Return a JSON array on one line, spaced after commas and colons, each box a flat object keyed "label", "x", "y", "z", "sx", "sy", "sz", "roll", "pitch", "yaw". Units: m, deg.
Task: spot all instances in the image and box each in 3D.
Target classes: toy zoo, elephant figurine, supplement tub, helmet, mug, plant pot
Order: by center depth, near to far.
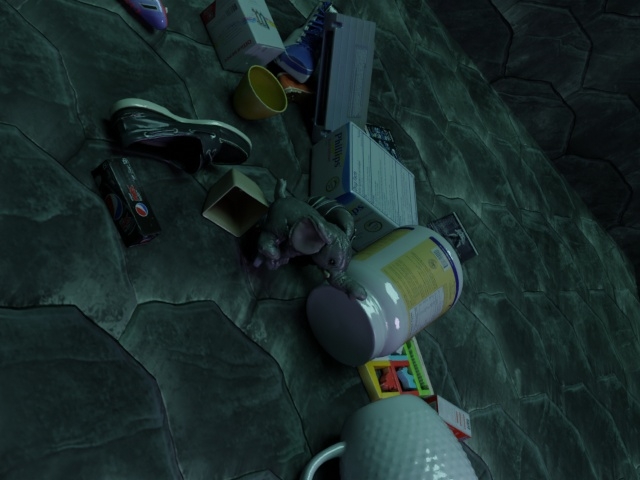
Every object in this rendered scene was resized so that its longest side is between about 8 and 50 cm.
[{"label": "mug", "x": 0.134, "y": 0.503, "z": 1.679, "sx": 0.374, "sy": 0.276, "sz": 0.328, "roll": -8, "pitch": 61, "yaw": -24}, {"label": "elephant figurine", "x": 0.000, "y": 0.000, "z": 1.776, "sx": 0.169, "sy": 0.239, "sz": 0.186, "roll": -61, "pitch": 144, "yaw": -32}, {"label": "plant pot", "x": -0.189, "y": -0.094, "z": 1.840, "sx": 0.109, "sy": 0.109, "sz": 0.096, "roll": 34, "pitch": 28, "yaw": -35}, {"label": "supplement tub", "x": 0.151, "y": 0.126, "z": 1.944, "sx": 0.331, "sy": 0.241, "sz": 0.241, "roll": -30, "pitch": 89, "yaw": -40}, {"label": "helmet", "x": 0.001, "y": -0.026, "z": 1.977, "sx": 0.169, "sy": 0.169, "sz": 0.162, "roll": 43, "pitch": 57, "yaw": -25}, {"label": "toy zoo", "x": 0.166, "y": 0.302, "z": 2.070, "sx": 0.293, "sy": 0.030, "sz": 0.192, "roll": 9, "pitch": 57, "yaw": -51}, {"label": "plant pot", "x": -0.163, "y": -0.356, "z": 2.089, "sx": 0.134, "sy": 0.095, "sz": 0.134, "roll": 34, "pitch": 40, "yaw": -34}]

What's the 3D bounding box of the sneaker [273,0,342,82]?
[{"label": "sneaker", "x": -0.023, "y": -0.583, "z": 2.361, "sx": 0.127, "sy": 0.182, "sz": 0.315, "roll": 36, "pitch": 31, "yaw": -8}]

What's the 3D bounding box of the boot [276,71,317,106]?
[{"label": "boot", "x": -0.059, "y": -0.427, "z": 2.333, "sx": 0.158, "sy": 0.059, "sz": 0.085, "roll": 7, "pitch": 54, "yaw": -51}]

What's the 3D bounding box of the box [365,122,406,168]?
[{"label": "box", "x": 0.186, "y": -0.246, "z": 2.527, "sx": 0.175, "sy": 0.051, "sz": 0.220, "roll": 3, "pitch": 62, "yaw": -53}]

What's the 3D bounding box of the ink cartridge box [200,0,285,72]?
[{"label": "ink cartridge box", "x": -0.200, "y": -0.541, "z": 2.159, "sx": 0.127, "sy": 0.128, "sz": 0.176, "roll": -5, "pitch": 69, "yaw": -56}]

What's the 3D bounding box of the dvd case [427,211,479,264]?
[{"label": "dvd case", "x": 0.432, "y": -0.003, "z": 2.702, "sx": 0.221, "sy": 0.018, "sz": 0.165, "roll": -22, "pitch": 81, "yaw": -57}]

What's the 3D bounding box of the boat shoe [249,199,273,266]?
[{"label": "boat shoe", "x": -0.138, "y": -0.021, "z": 1.892, "sx": 0.083, "sy": 0.065, "sz": 0.183, "roll": 30, "pitch": 46, "yaw": -5}]

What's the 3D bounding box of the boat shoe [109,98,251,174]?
[{"label": "boat shoe", "x": -0.285, "y": -0.196, "z": 1.763, "sx": 0.340, "sy": 0.127, "sz": 0.113, "roll": 18, "pitch": 51, "yaw": -45}]

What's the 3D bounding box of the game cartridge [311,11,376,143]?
[{"label": "game cartridge", "x": 0.067, "y": -0.451, "z": 2.356, "sx": 0.230, "sy": 0.068, "sz": 0.355, "roll": -12, "pitch": 111, "yaw": -61}]

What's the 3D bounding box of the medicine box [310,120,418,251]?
[{"label": "medicine box", "x": 0.120, "y": -0.123, "z": 2.242, "sx": 0.289, "sy": 0.149, "sz": 0.264, "roll": 35, "pitch": 39, "yaw": -33}]

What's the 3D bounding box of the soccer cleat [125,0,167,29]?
[{"label": "soccer cleat", "x": -0.447, "y": -0.585, "z": 1.918, "sx": 0.095, "sy": 0.083, "sz": 0.248, "roll": -39, "pitch": 104, "yaw": -28}]

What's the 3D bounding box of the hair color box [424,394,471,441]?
[{"label": "hair color box", "x": 0.331, "y": 0.461, "z": 2.157, "sx": 0.141, "sy": 0.043, "sz": 0.072, "roll": 35, "pitch": 39, "yaw": -32}]

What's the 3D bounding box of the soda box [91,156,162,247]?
[{"label": "soda box", "x": -0.373, "y": -0.075, "z": 1.606, "sx": 0.060, "sy": 0.053, "sz": 0.169, "roll": -16, "pitch": 77, "yaw": -57}]
